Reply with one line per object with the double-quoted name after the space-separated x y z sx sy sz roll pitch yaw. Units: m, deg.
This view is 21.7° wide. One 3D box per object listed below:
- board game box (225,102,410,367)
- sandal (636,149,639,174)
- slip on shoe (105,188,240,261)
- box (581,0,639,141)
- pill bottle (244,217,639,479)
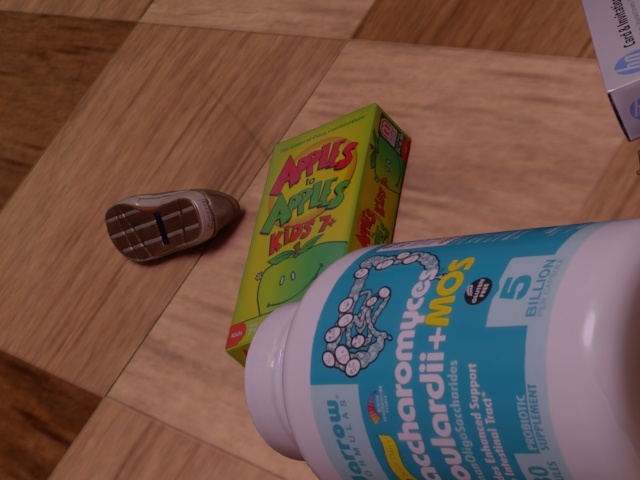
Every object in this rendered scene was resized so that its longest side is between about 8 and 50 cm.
0.000 0.000 1.111 0.092 0.043 0.181 -21 41 34 "board game box"
0.211 -0.050 0.909 0.090 0.060 0.219 -21 41 34 "sandal"
-0.113 -0.016 1.262 0.041 0.051 0.135 -21 4 -39 "slip on shoe"
0.243 -0.135 0.928 0.186 0.038 0.145 -23 27 15 "box"
0.081 0.070 0.854 0.264 0.146 0.146 -7 50 45 "pill bottle"
